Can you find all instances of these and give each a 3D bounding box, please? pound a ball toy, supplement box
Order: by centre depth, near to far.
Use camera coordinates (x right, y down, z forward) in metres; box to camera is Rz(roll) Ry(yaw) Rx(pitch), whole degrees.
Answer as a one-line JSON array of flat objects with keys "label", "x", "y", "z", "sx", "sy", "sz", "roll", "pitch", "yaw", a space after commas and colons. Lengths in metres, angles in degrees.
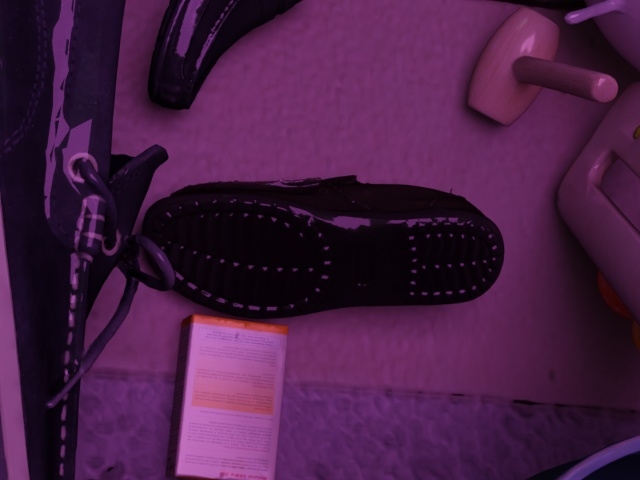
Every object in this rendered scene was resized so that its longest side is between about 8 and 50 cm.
[{"label": "pound a ball toy", "x": 0.196, "y": -0.007, "z": 1.024, "sx": 0.208, "sy": 0.319, "sz": 0.136, "roll": 28, "pitch": 104, "yaw": -15}, {"label": "supplement box", "x": -0.057, "y": 0.098, "z": 1.045, "sx": 0.062, "sy": 0.036, "sz": 0.098, "roll": 9, "pitch": 79, "yaw": -15}]

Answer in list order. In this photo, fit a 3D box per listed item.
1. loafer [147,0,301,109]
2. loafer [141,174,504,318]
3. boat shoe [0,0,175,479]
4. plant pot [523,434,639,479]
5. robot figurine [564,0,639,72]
[{"label": "loafer", "x": -0.036, "y": -0.172, "z": 1.073, "sx": 0.078, "sy": 0.076, "sz": 0.223, "roll": 28, "pitch": 71, "yaw": -2}, {"label": "loafer", "x": 0.000, "y": 0.000, "z": 1.066, "sx": 0.220, "sy": 0.078, "sz": 0.080, "roll": 5, "pitch": 114, "yaw": -5}, {"label": "boat shoe", "x": -0.162, "y": -0.015, "z": 0.945, "sx": 0.156, "sy": 0.186, "sz": 0.500, "roll": -3, "pitch": 91, "yaw": -31}, {"label": "plant pot", "x": 0.161, "y": 0.245, "z": 0.969, "sx": 0.271, "sy": 0.255, "sz": 0.272, "roll": 2, "pitch": 81, "yaw": -15}, {"label": "robot figurine", "x": 0.291, "y": -0.225, "z": 1.093, "sx": 0.300, "sy": 0.200, "sz": 0.353, "roll": 23, "pitch": 59, "yaw": 25}]
